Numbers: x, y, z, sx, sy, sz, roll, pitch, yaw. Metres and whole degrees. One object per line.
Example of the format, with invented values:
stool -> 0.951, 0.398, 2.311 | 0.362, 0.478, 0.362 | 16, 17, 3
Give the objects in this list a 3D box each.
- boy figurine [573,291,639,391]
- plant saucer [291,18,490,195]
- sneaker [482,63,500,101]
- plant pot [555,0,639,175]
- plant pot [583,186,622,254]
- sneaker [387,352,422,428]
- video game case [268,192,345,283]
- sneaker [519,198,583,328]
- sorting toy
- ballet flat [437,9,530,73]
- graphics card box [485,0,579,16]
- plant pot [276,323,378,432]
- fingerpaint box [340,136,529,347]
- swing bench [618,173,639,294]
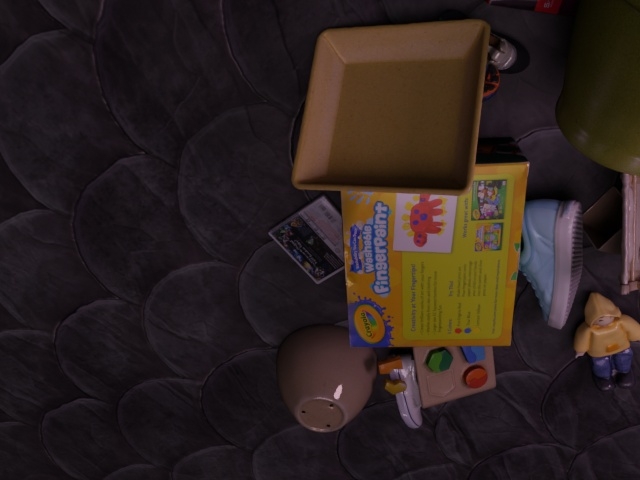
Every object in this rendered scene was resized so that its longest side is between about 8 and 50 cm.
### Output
boy figurine -> 0.716, 0.244, 1.470 | 0.177, 0.092, 0.285 | -12, 124, 17
plant saucer -> 0.134, -0.234, 1.108 | 0.332, 0.333, 0.081 | 5, 167, 22
sneaker -> 0.247, -0.285, 1.183 | 0.221, 0.087, 0.083 | -2, 79, 25
plant pot -> 0.537, -0.299, 0.906 | 0.366, 0.366, 0.353 | 9, 143, 1
plant pot -> 0.649, -0.030, 1.294 | 0.096, 0.109, 0.109 | 25, 123, -23
sneaker -> 0.255, 0.415, 1.630 | 0.091, 0.094, 0.258 | -11, 121, 16
video game case -> 0.000, 0.000, 1.433 | 0.173, 0.022, 0.190 | -32, 115, 23
sneaker -> 0.510, 0.048, 1.365 | 0.150, 0.135, 0.366 | 14, 134, 33
sorting toy -> 0.308, 0.343, 1.546 | 0.307, 0.041, 0.229 | -14, 117, -6
ballet flat -> 0.310, -0.366, 1.130 | 0.203, 0.074, 0.074 | 26, 122, -10
graphics card box -> 0.486, -0.498, 1.009 | 0.371, 0.094, 0.233 | 9, 125, 0
plant pot -> 0.009, 0.391, 1.585 | 0.284, 0.191, 0.284 | 3, 123, 5
fingerpaint box -> 0.235, 0.012, 1.316 | 0.371, 0.163, 0.445 | -2, 118, 6
swing bench -> 0.713, -0.023, 1.126 | 0.254, 0.165, 0.253 | 4, 97, 40
